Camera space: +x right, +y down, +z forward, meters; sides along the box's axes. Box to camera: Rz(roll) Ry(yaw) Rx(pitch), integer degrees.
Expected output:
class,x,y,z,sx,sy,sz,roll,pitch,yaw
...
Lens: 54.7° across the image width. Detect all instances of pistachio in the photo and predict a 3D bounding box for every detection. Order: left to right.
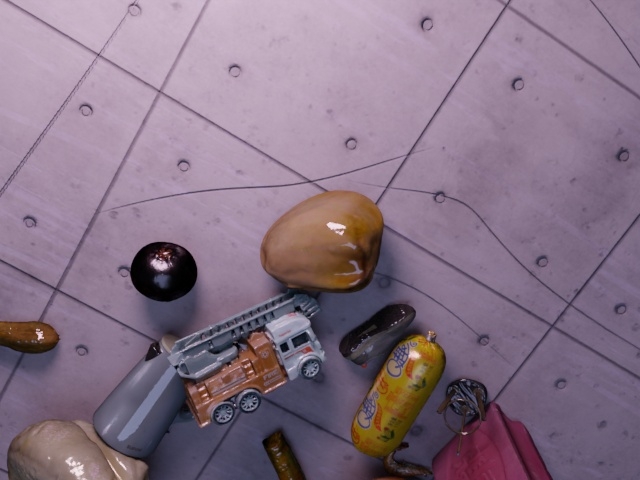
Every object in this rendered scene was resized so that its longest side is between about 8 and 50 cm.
class,x,y,z,sx,sy,sz,roll,pitch,yaw
pistachio,0.000,0.000,1.273,0.261,0.163,0.212,2,68,18

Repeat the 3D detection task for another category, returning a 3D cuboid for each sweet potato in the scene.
class,x,y,z,sx,sy,sz,roll,pitch,yaw
sweet potato,-0.698,0.216,1.372,0.233,0.062,0.081,-3,109,3

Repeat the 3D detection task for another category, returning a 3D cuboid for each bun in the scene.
class,x,y,z,sx,sy,sz,roll,pitch,yaw
bun,-0.516,0.538,1.368,0.365,0.219,0.365,18,126,27

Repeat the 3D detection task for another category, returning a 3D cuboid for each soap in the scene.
class,x,y,z,sx,sy,sz,roll,pitch,yaw
soap,0.378,0.539,1.332,0.128,0.359,0.233,39,103,-8

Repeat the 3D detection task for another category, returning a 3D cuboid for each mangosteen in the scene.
class,x,y,z,sx,sy,sz,roll,pitch,yaw
mangosteen,-0.329,0.077,1.309,0.137,0.137,0.151,7,141,-3

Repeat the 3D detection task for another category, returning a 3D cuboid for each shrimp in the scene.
class,x,y,z,sx,sy,sz,roll,pitch,yaw
shrimp,0.216,0.538,1.501,0.127,0.025,0.091,15,105,-3

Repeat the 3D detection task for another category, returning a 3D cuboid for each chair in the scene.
class,x,y,z,sx,sy,sz,roll,pitch,yaw
chair,0.314,0.371,1.373,0.095,0.221,0.104,39,106,13

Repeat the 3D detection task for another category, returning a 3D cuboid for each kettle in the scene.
class,x,y,z,sx,sy,sz,roll,pitch,yaw
kettle,-0.345,0.346,1.382,0.211,0.160,0.243,34,98,-29

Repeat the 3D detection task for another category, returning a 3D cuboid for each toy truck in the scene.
class,x,y,z,sx,sy,sz,roll,pitch,yaw
toy truck,-0.137,0.230,1.301,0.338,0.133,0.184,-25,114,-18

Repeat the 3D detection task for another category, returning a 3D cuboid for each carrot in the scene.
class,x,y,z,sx,sy,sz,roll,pitch,yaw
carrot,-0.068,0.576,1.485,0.070,0.070,0.260,-21,106,5

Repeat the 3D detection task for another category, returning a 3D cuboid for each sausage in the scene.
class,x,y,z,sx,sy,sz,roll,pitch,yaw
sausage,0.173,0.350,1.391,0.123,0.123,0.347,24,106,-8

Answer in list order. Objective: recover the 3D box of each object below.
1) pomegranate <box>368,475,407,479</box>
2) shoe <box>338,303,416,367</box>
class,x,y,z,sx,sy,sz,roll,pitch,yaw
pomegranate,0.144,0.665,1.427,0.229,0.252,0.270,-30,108,29
shoe,0.137,0.214,1.382,0.194,0.074,0.077,-35,116,12
